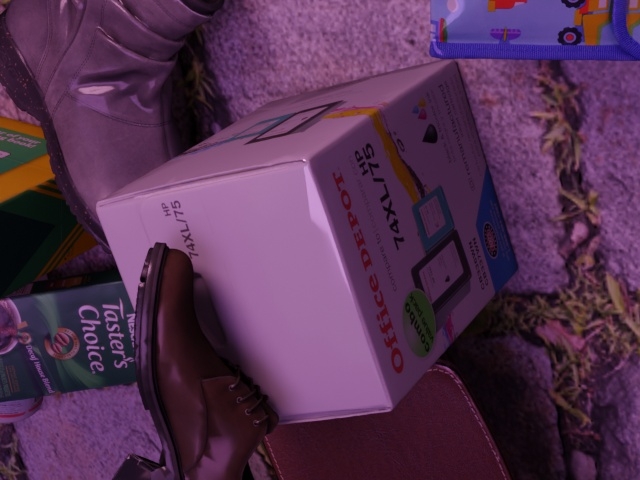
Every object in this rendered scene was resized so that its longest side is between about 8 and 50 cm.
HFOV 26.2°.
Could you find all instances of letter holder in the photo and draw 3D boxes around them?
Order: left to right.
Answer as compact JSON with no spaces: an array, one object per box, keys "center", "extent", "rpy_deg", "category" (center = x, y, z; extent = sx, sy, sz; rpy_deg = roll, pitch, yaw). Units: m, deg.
[{"center":[0.105,0.222,1.207],"extent":[0.214,0.152,0.302],"rpy_deg":[-14,104,31],"category":"letter holder"}]

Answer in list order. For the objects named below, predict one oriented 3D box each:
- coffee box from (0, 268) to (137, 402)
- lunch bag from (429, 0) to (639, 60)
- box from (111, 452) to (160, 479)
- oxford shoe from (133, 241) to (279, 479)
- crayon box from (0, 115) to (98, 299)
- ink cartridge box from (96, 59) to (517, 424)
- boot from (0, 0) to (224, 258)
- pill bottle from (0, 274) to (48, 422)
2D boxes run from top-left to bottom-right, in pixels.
[{"center":[-0.241,0.091,1.355],"extent":[0.184,0.040,0.113],"rpy_deg":[-7,108,-1],"category":"coffee box"},{"center":[0.234,-0.239,0.962],"extent":[0.293,0.138,0.221],"rpy_deg":[6,114,13],"category":"lunch bag"},{"center":[-0.100,0.299,1.288],"extent":[0.184,0.261,0.103],"rpy_deg":[33,82,15],"category":"box"},{"center":[-0.080,0.106,0.981],"extent":[0.096,0.083,0.227],"rpy_deg":[-8,107,5],"category":"oxford shoe"},{"center":[-0.422,-0.041,1.279],"extent":[0.363,0.313,0.106],"rpy_deg":[16,115,23],"category":"crayon box"},{"center":[0.000,0.000,1.090],"extent":[0.197,0.270,0.198],"rpy_deg":[-10,106,32],"category":"ink cartridge box"},{"center":[-0.151,-0.137,1.191],"extent":[0.338,0.118,0.223],"rpy_deg":[51,125,8],"category":"boot"},{"center":[-0.325,0.104,1.429],"extent":[0.087,0.087,0.160],"rpy_deg":[24,121,18],"category":"pill bottle"}]
